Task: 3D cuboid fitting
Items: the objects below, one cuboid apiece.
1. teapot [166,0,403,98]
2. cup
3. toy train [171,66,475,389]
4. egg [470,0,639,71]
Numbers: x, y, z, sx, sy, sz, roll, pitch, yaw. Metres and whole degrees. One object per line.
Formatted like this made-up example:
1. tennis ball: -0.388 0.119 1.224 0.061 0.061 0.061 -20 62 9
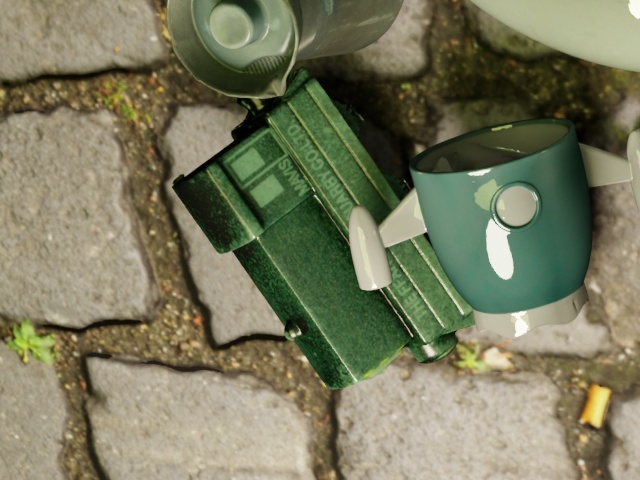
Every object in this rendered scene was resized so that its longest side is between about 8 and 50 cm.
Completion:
1. teapot: -0.038 -0.242 1.710 0.171 0.225 0.203 -13 106 31
2. cup: 0.177 -0.009 1.738 0.299 0.167 0.173 -16 105 0
3. toy train: 0.000 0.000 1.820 0.330 0.178 0.138 56 158 -6
4. egg: 0.253 -0.257 1.548 0.371 0.230 0.230 14 119 31
